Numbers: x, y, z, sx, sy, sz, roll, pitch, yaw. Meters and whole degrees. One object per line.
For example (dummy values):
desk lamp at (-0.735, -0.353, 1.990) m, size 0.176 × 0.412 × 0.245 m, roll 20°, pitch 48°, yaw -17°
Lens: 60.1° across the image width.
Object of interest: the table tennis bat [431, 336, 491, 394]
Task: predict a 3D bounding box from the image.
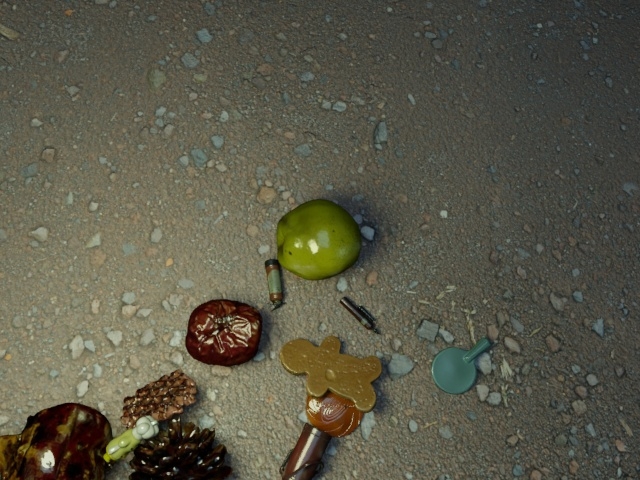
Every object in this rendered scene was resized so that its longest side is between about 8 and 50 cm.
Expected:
table tennis bat at (0.486, 0.416, 1.887) m, size 0.244 × 0.040 × 0.153 m, roll -37°, pitch 80°, yaw -14°

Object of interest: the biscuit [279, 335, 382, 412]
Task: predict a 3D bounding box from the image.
biscuit at (0.030, 0.419, 1.803) m, size 0.339 × 0.047 × 0.216 m, roll 16°, pitch 55°, yaw 4°

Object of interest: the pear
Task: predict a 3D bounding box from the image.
pear at (0.000, 0.000, 1.850) m, size 0.294 × 0.294 × 0.295 m, roll 2°, pitch 70°, yaw -7°

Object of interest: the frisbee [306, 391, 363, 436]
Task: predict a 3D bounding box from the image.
frisbee at (0.049, 0.533, 1.786) m, size 0.191 × 0.035 × 0.192 m, roll 2°, pitch 70°, yaw -6°

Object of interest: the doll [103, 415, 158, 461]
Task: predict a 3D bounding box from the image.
doll at (-0.511, 0.539, 1.505) m, size 0.162 × 0.106 × 0.062 m, roll -38°, pitch 81°, yaw 0°

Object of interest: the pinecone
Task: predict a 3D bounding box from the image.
pinecone at (-0.400, 0.655, 1.569) m, size 0.298 × 0.242 × 0.296 m, roll -9°, pitch 76°, yaw -19°

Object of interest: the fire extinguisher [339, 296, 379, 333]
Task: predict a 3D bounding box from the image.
fire extinguisher at (0.140, 0.256, 1.903) m, size 0.173 × 0.035 × 0.049 m, roll 44°, pitch 33°, yaw 9°

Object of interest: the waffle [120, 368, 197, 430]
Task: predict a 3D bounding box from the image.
waffle at (-0.484, 0.479, 1.654) m, size 0.234 × 0.221 × 0.056 m, roll -26°, pitch 114°, yaw -23°

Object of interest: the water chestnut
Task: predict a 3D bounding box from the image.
water chestnut at (-0.745, 0.592, 1.497) m, size 0.346 × 0.335 × 0.335 m, roll 31°, pitch 68°, yaw -14°

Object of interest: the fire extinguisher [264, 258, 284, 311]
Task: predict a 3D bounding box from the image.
fire extinguisher at (-0.159, 0.154, 1.886) m, size 0.062 × 0.050 × 0.177 m, roll 1°, pitch 68°, yaw -27°

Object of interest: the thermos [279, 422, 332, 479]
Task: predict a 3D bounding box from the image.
thermos at (-0.058, 0.681, 1.685) m, size 0.124 × 0.099 × 0.232 m, roll 16°, pitch 71°, yaw 39°

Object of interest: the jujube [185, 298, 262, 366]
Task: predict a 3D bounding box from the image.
jujube at (-0.304, 0.289, 1.745) m, size 0.232 × 0.213 × 0.213 m, roll 8°, pitch 69°, yaw -10°
